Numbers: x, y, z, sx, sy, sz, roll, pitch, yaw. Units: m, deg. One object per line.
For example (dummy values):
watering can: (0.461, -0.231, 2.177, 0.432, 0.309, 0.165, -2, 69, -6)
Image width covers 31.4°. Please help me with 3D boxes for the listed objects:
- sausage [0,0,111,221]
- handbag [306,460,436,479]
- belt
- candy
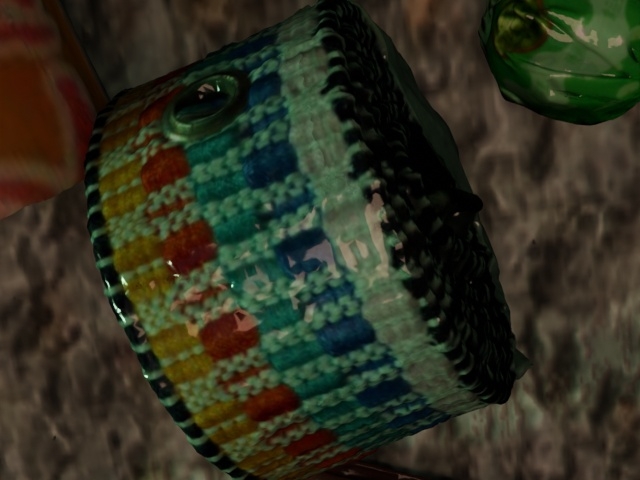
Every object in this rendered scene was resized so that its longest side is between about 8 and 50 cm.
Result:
sausage: (-0.244, -0.119, 0.499, 0.233, 0.233, 0.287, -22, 106, 4)
handbag: (0.084, 0.278, 0.706, 0.276, 0.084, 0.260, 16, 102, -7)
belt: (0.000, 0.000, 0.534, 0.150, 0.257, 0.207, -22, 84, 13)
candy: (0.241, -0.086, 0.615, 0.324, 0.097, 0.097, 11, 105, -14)
